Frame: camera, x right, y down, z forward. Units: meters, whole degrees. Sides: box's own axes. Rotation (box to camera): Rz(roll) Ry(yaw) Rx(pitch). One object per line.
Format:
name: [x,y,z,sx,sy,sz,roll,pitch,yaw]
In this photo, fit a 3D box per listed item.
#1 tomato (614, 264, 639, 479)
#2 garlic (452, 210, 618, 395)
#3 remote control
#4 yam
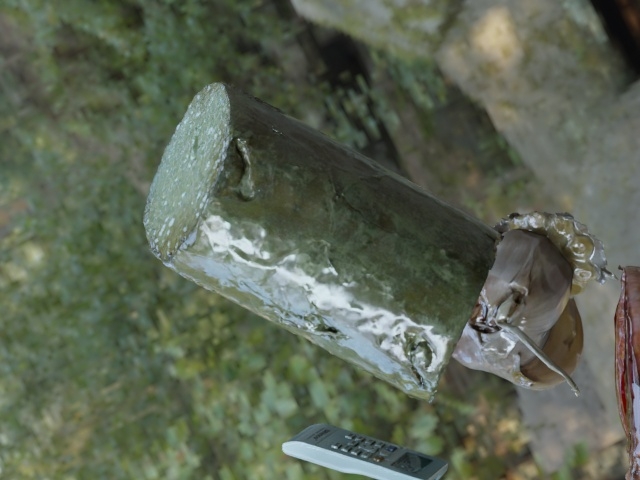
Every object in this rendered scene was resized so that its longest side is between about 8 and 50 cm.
tomato: [0.325,0.165,1.201,0.309,0.170,0.309,-2,-90,-81]
garlic: [0.240,0.065,1.635,0.207,0.207,0.256,62,163,-22]
remote control: [0.044,0.220,1.520,0.061,0.162,0.029,-25,-55,-58]
yam: [0.000,0.000,1.251,0.304,0.168,0.168,28,-173,-4]
